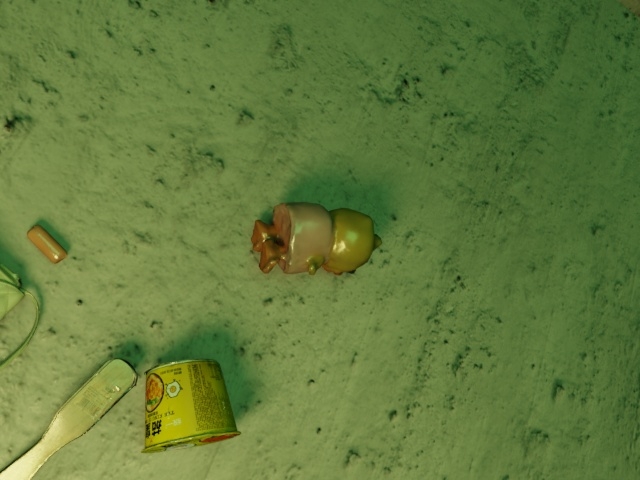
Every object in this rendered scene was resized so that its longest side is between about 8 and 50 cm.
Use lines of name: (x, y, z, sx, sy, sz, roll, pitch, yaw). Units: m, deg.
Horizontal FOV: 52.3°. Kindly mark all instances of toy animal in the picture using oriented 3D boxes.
toy animal: (0.003, -0.003, 1.424, 0.281, 0.169, 0.195, 9, 38, -27)

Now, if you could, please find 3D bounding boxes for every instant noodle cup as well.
instant noodle cup: (-0.247, 0.305, 1.211, 0.182, 0.182, 0.144, -1, 67, -27)

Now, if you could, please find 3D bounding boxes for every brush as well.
brush: (-0.463, 0.338, 1.158, 0.327, 0.065, 0.070, -46, 105, -19)

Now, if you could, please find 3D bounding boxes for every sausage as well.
sausage: (-0.515, 0.007, 1.229, 0.083, 0.034, 0.034, 48, 61, -6)

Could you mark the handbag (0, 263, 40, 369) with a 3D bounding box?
handbag: (-0.624, 0.145, 1.119, 0.219, 0.079, 0.256, 49, 60, -20)
